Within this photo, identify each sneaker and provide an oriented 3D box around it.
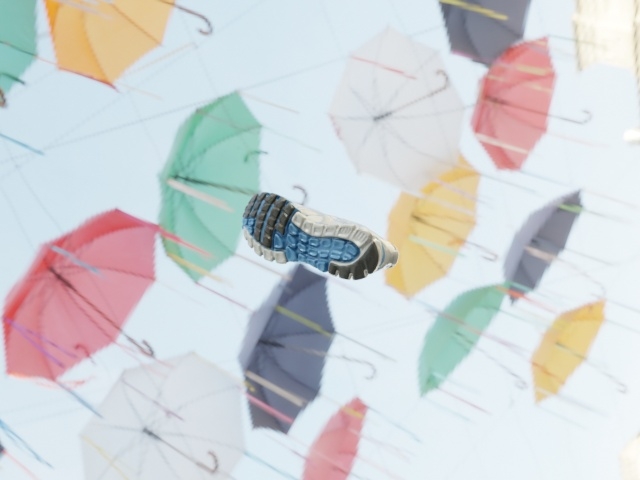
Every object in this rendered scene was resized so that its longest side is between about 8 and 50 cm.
[{"bbox_3d":[0.000,0.000,1.201,0.083,0.191,0.071,4,-74,-56],"label":"sneaker"}]
